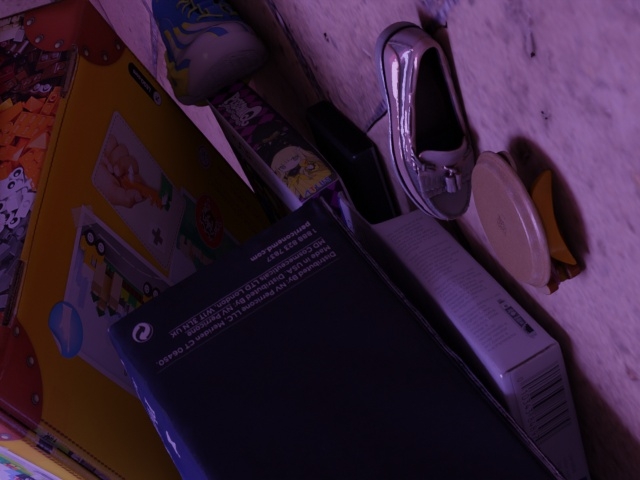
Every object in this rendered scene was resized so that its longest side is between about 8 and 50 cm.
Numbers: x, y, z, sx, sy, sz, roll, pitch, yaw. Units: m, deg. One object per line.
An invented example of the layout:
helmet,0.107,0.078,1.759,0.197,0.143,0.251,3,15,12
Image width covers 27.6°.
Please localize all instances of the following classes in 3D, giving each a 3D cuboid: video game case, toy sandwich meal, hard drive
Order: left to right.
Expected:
video game case,0.000,0.000,1.083,0.210,0.042,0.232,49,168,52
hard drive,0.032,-0.035,1.025,0.094,0.022,0.135,50,165,53
toy sandwich meal,0.108,-0.011,0.683,0.085,0.029,0.085,157,90,-80

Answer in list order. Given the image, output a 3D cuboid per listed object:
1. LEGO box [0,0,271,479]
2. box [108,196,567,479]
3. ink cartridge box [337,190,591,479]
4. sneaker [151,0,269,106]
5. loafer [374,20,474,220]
LEGO box,-0.180,0.097,1.159,0.500,0.193,0.372,51,-143,-46
box,0.029,0.186,0.884,0.294,0.183,0.296,49,165,35
ink cartridge box,0.105,0.089,0.902,0.224,0.045,0.223,49,165,47
sneaker,-0.114,-0.189,1.168,0.126,0.091,0.240,64,171,-3
loafer,0.063,-0.062,0.739,0.039,0.045,0.125,35,149,56
